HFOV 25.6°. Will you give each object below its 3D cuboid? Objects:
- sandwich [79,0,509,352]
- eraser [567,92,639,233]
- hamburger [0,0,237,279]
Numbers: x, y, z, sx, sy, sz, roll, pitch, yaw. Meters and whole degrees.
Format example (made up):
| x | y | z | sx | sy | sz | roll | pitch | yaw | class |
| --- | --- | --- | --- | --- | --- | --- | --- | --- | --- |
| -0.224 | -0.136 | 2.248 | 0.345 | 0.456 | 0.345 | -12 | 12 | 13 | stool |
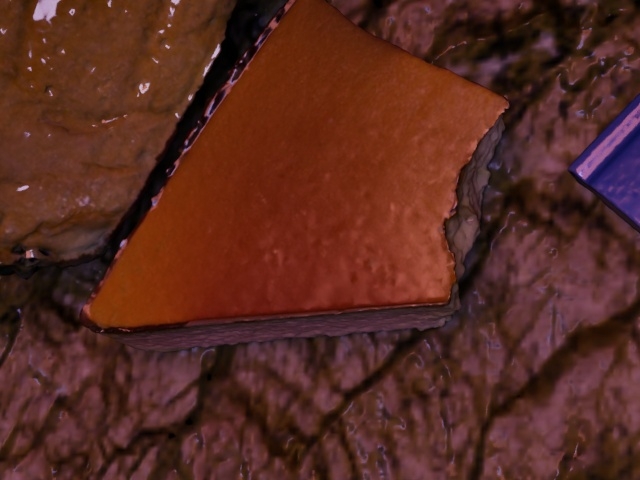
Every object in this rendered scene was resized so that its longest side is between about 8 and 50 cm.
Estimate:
| x | y | z | sx | sy | sz | roll | pitch | yaw | class |
| --- | --- | --- | --- | --- | --- | --- | --- | --- | --- |
| 0.000 | 0.000 | 0.649 | 0.162 | 0.058 | 0.193 | 34 | 89 | 32 | sandwich |
| 0.158 | -0.040 | 0.604 | 0.084 | 0.027 | 0.063 | -47 | 57 | 4 | eraser |
| -0.145 | -0.135 | 0.666 | 0.308 | 0.211 | 0.132 | -58 | 31 | 7 | hamburger |
